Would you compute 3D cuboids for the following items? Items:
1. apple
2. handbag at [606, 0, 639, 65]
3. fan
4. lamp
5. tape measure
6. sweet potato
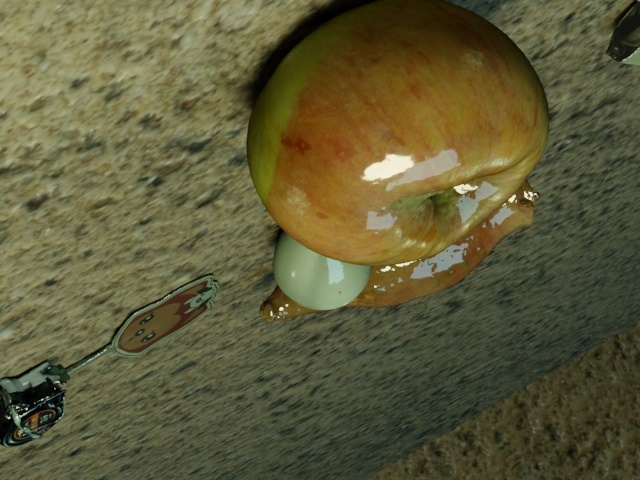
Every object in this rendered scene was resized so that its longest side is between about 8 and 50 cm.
[{"bbox_3d":[0.066,-0.097,1.621,0.261,0.194,0.261,-32,157,-15],"label":"apple"},{"bbox_3d":[0.436,-0.258,2.032,0.241,0.109,0.315,-41,158,26],"label":"handbag"},{"bbox_3d":[-0.203,0.103,2.049,0.220,0.009,0.132,-30,162,-13],"label":"fan"},{"bbox_3d":[0.000,0.000,1.983,0.106,0.106,0.193,-29,154,-13],"label":"lamp"},{"bbox_3d":[-0.309,0.175,1.978,0.091,0.054,0.094,-21,154,-31],"label":"tape measure"},{"bbox_3d":[0.088,0.012,2.113,0.337,0.131,0.131,-33,164,1],"label":"sweet potato"}]
